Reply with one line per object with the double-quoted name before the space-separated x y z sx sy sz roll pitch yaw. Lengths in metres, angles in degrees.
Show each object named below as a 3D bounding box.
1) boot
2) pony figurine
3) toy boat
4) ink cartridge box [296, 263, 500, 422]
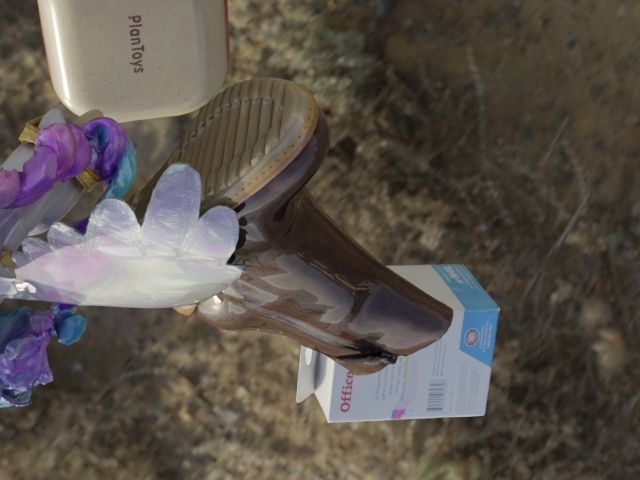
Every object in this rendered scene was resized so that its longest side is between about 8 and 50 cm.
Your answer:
"boot" 0.000 0.000 1.002 0.207 0.090 0.248 25 150 -21
"pony figurine" -0.240 0.017 1.017 0.303 0.363 0.351 39 164 -2
"toy boat" -0.156 -0.217 1.329 0.151 0.151 0.231 -7 138 -7
"ink cartridge box" 0.050 0.076 1.233 0.143 0.090 0.092 0 113 -14
